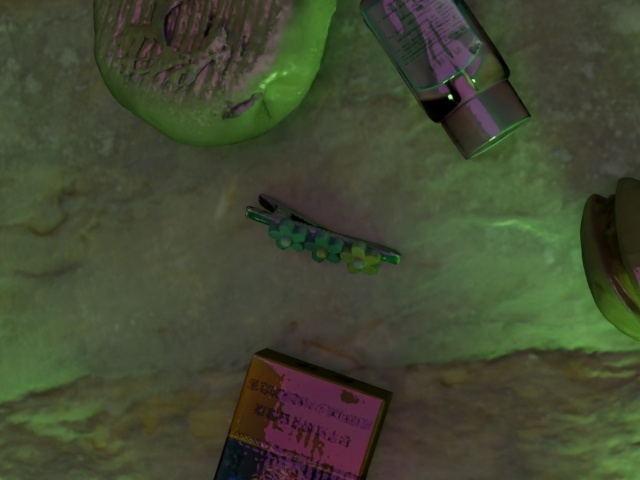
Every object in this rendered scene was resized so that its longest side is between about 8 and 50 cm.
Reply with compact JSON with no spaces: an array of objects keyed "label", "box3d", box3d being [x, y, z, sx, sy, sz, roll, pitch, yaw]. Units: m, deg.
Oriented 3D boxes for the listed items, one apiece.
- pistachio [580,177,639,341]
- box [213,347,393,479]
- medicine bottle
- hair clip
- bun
[{"label":"pistachio","box3d":[0.325,0.027,1.321,0.124,0.124,0.184,-23,82,12]},{"label":"box","box3d":[-0.032,0.251,1.426,0.152,0.070,0.237,18,97,10]},{"label":"medicine bottle","box3d":[0.129,-0.180,1.346,0.094,0.119,0.188,-34,85,11]},{"label":"hair clip","box3d":[0.000,0.001,1.425,0.173,0.049,0.049,22,97,9]},{"label":"bun","box3d":[-0.108,-0.223,1.376,0.273,0.168,0.272,-3,81,20]}]
